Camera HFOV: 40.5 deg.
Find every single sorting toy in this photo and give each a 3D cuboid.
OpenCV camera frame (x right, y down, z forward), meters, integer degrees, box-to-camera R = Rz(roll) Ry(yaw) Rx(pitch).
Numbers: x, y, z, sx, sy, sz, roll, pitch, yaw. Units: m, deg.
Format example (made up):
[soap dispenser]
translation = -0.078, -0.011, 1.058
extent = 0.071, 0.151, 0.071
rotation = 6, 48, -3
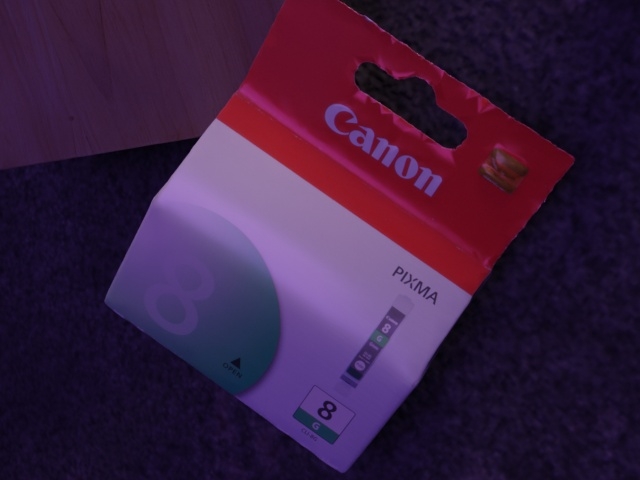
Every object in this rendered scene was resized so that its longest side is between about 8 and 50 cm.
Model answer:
[sorting toy]
translation = -0.121, -0.191, 0.518
extent = 0.255, 0.089, 0.257
rotation = -7, 112, 19

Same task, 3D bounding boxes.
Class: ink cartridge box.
[ink cartridge box]
translation = 0.000, 0.000, 0.484
extent = 0.181, 0.056, 0.224
rotation = 35, 121, 5
